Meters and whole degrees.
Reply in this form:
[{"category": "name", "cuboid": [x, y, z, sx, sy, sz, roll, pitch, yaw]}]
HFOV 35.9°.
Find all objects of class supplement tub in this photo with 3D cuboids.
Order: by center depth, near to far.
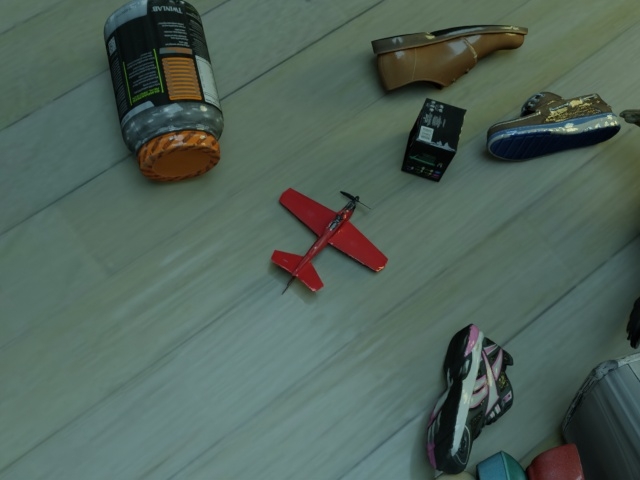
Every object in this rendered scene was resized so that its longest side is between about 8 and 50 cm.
[{"category": "supplement tub", "cuboid": [-0.177, -0.171, 1.130, 0.117, 0.117, 0.190, -9, 71, -12]}]

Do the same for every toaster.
[{"category": "toaster", "cuboid": [0.340, 0.212, 1.026, 0.129, 0.227, 0.146, -11, 54, -14]}]

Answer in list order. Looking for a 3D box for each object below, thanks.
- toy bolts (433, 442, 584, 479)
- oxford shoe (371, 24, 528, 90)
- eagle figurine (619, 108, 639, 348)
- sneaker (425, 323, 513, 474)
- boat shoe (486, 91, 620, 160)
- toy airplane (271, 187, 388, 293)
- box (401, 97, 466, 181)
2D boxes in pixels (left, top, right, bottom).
[{"category": "toy bolts", "cuboid": [0.191, 0.305, 0.973, 0.159, 0.218, 0.228, -8, 50, 4]}, {"category": "oxford shoe", "cuboid": [0.166, -0.232, 1.247, 0.212, 0.076, 0.076, -13, 101, -16]}, {"category": "eagle figurine", "cuboid": [0.435, -0.032, 1.113, 0.225, 0.226, 0.298, -5, 70, -9]}, {"category": "sneaker", "cuboid": [0.172, 0.173, 1.065, 0.077, 0.072, 0.178, 27, 54, -7]}, {"category": "boat shoe", "cuboid": [0.280, -0.146, 1.227, 0.183, 0.066, 0.066, -8, 65, -23]}, {"category": "toy airplane", "cuboid": [0.000, 0.000, 1.139, 0.151, 0.028, 0.151, 3, 67, -7]}, {"category": "box", "cuboid": [0.134, -0.119, 1.177, 0.052, 0.083, 0.062, 17, 68, -1]}]
